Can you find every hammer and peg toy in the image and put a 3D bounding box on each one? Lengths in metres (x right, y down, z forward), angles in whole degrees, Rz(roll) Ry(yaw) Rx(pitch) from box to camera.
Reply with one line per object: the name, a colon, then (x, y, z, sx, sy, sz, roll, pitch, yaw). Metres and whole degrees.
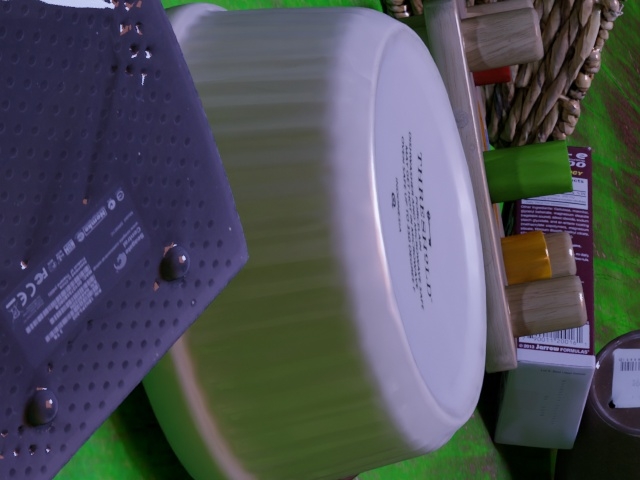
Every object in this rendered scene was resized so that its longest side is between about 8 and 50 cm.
hammer and peg toy: (0.102, -0.107, 1.342, 0.266, 0.127, 0.361, -57, 137, -80)

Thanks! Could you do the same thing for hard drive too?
hard drive: (-0.124, -0.034, 0.688, 0.172, 0.054, 0.254, -49, 139, -27)

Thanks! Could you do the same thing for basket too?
basket: (0.137, -0.210, 1.627, 0.299, 0.223, 0.213, -68, 177, -58)

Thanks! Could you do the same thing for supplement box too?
supplement box: (0.194, 0.046, 1.642, 0.130, 0.073, 0.239, 94, 1, -51)

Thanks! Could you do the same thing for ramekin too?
ramekin: (0.000, 0.000, 0.992, 0.273, 0.127, 0.273, -9, 90, -72)

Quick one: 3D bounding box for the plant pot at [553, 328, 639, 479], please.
plant pot: (0.301, 0.182, 1.688, 0.230, 0.215, 0.215, 69, 20, -52)

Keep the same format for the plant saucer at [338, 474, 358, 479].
plant saucer: (0.017, 0.057, 1.217, 0.198, 0.036, 0.198, -10, 90, -72)
